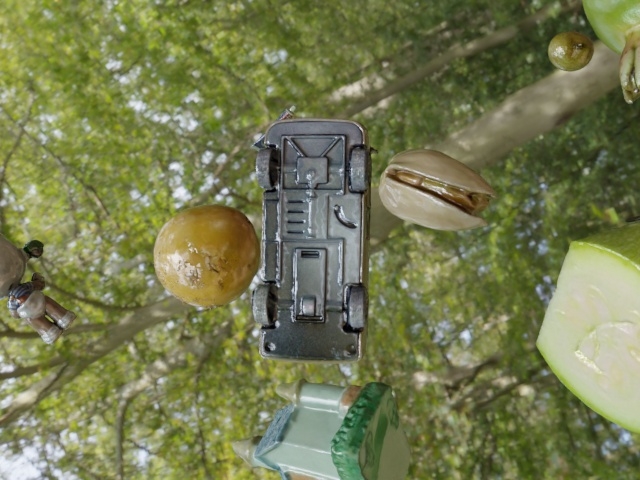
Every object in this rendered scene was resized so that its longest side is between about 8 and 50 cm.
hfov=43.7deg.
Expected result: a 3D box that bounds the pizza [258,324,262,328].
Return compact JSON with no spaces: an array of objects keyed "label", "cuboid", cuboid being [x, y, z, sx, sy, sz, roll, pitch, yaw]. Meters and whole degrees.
[{"label":"pizza","cuboid":[-0.031,0.084,1.464,0.089,0.223,0.323,41,-152,3]}]

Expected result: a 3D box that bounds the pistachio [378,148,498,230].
[{"label":"pistachio","cuboid":[0.188,-0.083,1.319,0.152,0.223,0.126,23,-91,-45]}]

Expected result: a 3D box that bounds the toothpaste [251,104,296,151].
[{"label":"toothpaste","cuboid":[-0.101,-0.252,1.800,0.037,0.140,0.021,28,-155,-36]}]

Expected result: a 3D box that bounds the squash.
[{"label":"squash","cuboid":[0.436,0.054,0.884,0.210,0.309,0.233,42,149,34]}]

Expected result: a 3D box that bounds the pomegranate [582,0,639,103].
[{"label":"pomegranate","cuboid":[0.480,-0.322,1.128,0.236,0.236,0.301,33,-111,-45]}]

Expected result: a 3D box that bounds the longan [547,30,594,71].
[{"label":"longan","cuboid":[0.424,-0.321,1.346,0.083,0.075,0.075,35,-148,-87]}]

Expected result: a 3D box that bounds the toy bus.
[{"label":"toy bus","cuboid":[0.000,0.000,0.988,0.157,0.140,0.289,3,-93,-81]}]

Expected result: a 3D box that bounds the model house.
[{"label":"model house","cuboid":[-0.017,0.397,1.567,0.194,0.325,0.267,-62,-35,-42]}]

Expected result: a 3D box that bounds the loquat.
[{"label":"loquat","cuboid":[-0.239,0.032,1.697,0.235,0.235,0.235,40,-143,-39]}]

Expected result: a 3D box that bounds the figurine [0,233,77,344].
[{"label":"figurine","cuboid":[-0.431,0.063,1.106,0.197,0.093,0.147,44,-105,-17]}]
